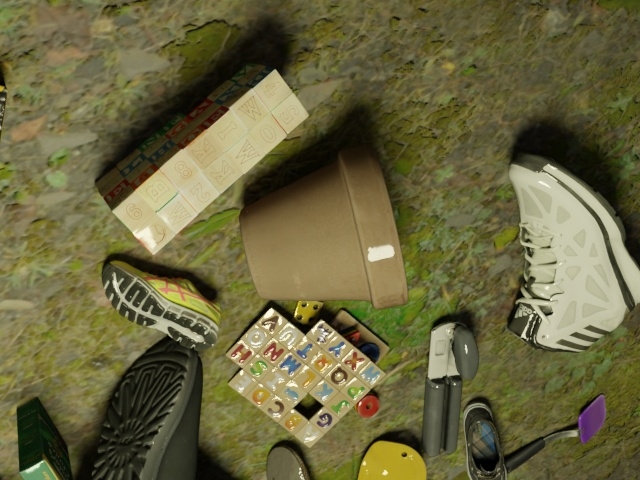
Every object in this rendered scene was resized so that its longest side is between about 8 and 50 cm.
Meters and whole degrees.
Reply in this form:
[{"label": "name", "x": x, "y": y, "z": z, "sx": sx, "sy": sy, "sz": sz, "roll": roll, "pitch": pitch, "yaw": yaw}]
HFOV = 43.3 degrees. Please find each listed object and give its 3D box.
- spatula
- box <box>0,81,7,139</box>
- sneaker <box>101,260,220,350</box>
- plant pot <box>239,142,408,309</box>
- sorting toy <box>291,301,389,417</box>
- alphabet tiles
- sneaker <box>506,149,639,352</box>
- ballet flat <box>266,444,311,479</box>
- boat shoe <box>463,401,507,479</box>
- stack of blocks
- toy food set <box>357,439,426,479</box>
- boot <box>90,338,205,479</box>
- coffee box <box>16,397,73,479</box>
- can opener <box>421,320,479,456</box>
[{"label": "spatula", "x": 0.497, "y": 0.424, "z": 1.712, "sx": 0.296, "sy": 0.030, "sz": 0.084, "roll": -23, "pitch": 116, "yaw": -15}, {"label": "box", "x": -0.577, "y": -0.078, "z": 1.082, "sx": 0.257, "sy": 0.079, "sz": 0.322, "roll": 8, "pitch": 103, "yaw": -26}, {"label": "sneaker", "x": -0.248, "y": 0.090, "z": 1.278, "sx": 0.208, "sy": 0.094, "sz": 0.081, "roll": 34, "pitch": 127, "yaw": -10}, {"label": "plant pot", "x": 0.000, "y": 0.000, "z": 1.271, "sx": 0.229, "sy": 0.263, "sz": 0.263, "roll": -14, "pitch": 112, "yaw": 1}, {"label": "sorting toy", "x": 0.040, "y": 0.209, "z": 1.446, "sx": 0.274, "sy": 0.046, "sz": 0.132, "roll": 41, "pitch": 88, "yaw": -27}, {"label": "alphabet tiles", "x": -0.037, "y": 0.228, "z": 1.399, "sx": 0.237, "sy": 0.009, "sz": 0.198, "roll": 41, "pitch": 101, "yaw": -16}, {"label": "sneaker", "x": 0.429, "y": 0.056, "z": 1.488, "sx": 0.257, "sy": 0.169, "sz": 0.447, "roll": -46, "pitch": 120, "yaw": -5}, {"label": "ballet flat", "x": -0.031, "y": 0.488, "z": 1.481, "sx": 0.084, "sy": 0.058, "sz": 0.250, "roll": -19, "pitch": 95, "yaw": 28}, {"label": "boat shoe", "x": 0.332, "y": 0.435, "z": 1.609, "sx": 0.080, "sy": 0.076, "sz": 0.229, "roll": -8, "pitch": 110, "yaw": 5}, {"label": "stack of blocks", "x": -0.178, "y": -0.130, "z": 1.177, "sx": 0.297, "sy": 0.171, "sz": 0.087, "roll": -42, "pitch": 117, "yaw": -6}, {"label": "toy food set", "x": 0.129, "y": 0.481, "z": 1.565, "sx": 0.128, "sy": 0.071, "sz": 0.218, "roll": 12, "pitch": 101, "yaw": -1}, {"label": "boot", "x": -0.176, "y": 0.427, "z": 1.349, "sx": 0.445, "sy": 0.146, "sz": 0.367, "roll": 47, "pitch": 48, "yaw": -39}, {"label": "coffee box", "x": -0.414, "y": 0.331, "z": 1.218, "sx": 0.040, "sy": 0.184, "sz": 0.113, "roll": -26, "pitch": 114, "yaw": -12}, {"label": "can opener", "x": 0.245, "y": 0.290, "z": 1.528, "sx": 0.076, "sy": 0.095, "sz": 0.284, "roll": -5, "pitch": 108, "yaw": -20}]
